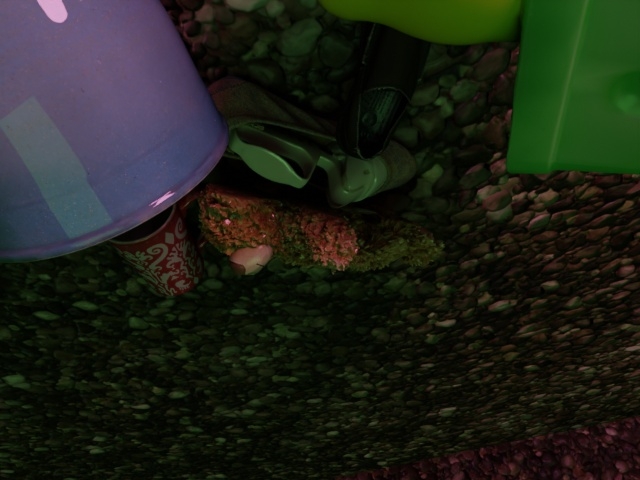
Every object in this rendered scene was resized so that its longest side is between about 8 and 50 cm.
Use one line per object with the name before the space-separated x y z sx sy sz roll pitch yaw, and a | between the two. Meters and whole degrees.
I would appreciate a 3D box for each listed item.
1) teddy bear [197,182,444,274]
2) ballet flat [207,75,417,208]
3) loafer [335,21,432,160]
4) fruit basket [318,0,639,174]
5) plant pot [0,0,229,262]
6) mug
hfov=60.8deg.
teddy bear | 0.000 0.000 0.753 0.338 0.245 0.113 2 104 -39
ballet flat | -0.005 -0.100 0.694 0.316 0.106 0.107 15 137 -25
loafer | 0.080 -0.181 0.589 0.080 0.078 0.220 6 120 -15
fruit basket | 0.171 -0.236 0.377 0.392 0.283 0.392 31 152 19
plant pot | -0.253 -0.164 0.477 0.271 0.272 0.255 -12 127 9
mug | -0.220 0.002 0.797 0.150 0.113 0.169 -6 145 3
